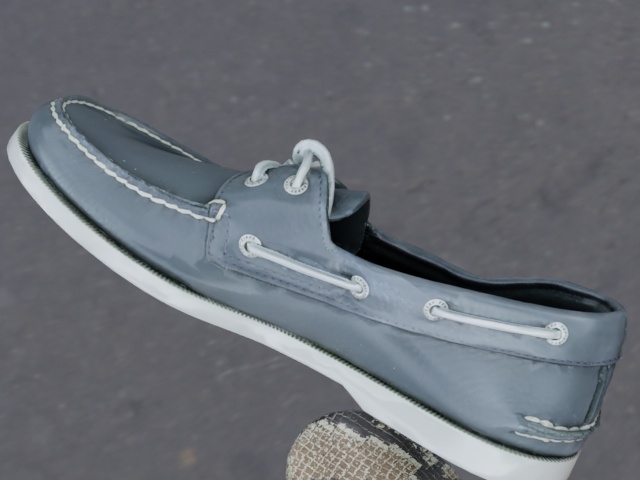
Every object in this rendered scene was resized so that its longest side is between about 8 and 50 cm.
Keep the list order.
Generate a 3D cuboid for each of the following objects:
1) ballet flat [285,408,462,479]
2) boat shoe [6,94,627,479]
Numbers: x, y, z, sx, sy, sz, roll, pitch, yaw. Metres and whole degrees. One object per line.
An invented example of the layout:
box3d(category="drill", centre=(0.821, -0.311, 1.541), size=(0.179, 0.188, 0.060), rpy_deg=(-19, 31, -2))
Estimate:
box3d(category="ballet flat", centre=(0.123, 0.368, 1.672), size=(0.164, 0.182, 0.483), rpy_deg=(-26, 111, 3))
box3d(category="boat shoe", centre=(0.000, 0.000, 0.934), size=(0.319, 0.116, 0.099), rpy_deg=(30, 112, 9))
